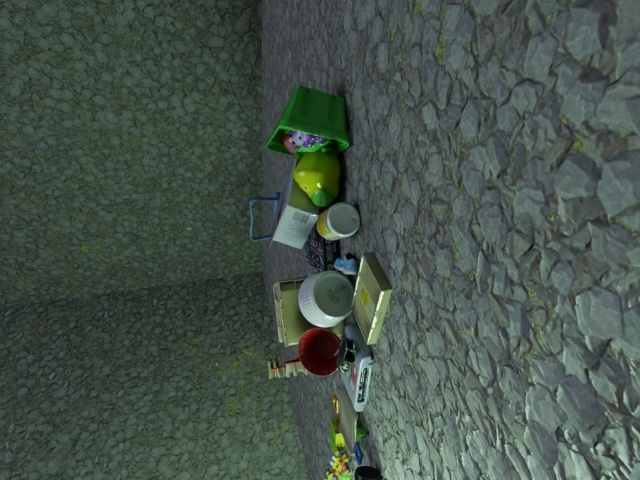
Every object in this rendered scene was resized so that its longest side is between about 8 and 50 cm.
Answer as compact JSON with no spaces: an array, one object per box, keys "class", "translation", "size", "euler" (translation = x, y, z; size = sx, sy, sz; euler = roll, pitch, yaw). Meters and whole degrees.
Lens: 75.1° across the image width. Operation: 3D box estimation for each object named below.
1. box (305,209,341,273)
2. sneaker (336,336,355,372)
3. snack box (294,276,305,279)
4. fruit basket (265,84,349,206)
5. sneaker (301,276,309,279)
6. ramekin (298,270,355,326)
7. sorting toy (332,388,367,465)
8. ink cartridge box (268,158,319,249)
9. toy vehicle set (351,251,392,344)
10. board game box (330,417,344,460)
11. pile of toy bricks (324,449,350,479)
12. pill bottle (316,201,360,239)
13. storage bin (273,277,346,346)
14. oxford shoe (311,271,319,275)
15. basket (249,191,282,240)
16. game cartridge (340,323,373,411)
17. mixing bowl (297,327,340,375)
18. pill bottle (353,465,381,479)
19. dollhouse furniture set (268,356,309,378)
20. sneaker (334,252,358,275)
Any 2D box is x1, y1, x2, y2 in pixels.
[{"class":"box","translation":[0.000,0.000,1.771],"size":[0.307,0.076,0.242],"euler":[-152,57,-72]},{"class":"sneaker","translation":[0.092,0.410,1.460],"size":[0.089,0.051,0.170],"euler":[-123,33,-69]},{"class":"snack box","translation":[-0.091,0.315,2.270],"size":[0.174,0.070,0.207],"euler":[-158,64,-74]},{"class":"fruit basket","translation":[-0.047,-0.315,1.505],"size":[0.392,0.283,0.392],"euler":[-169,90,-75]},{"class":"sneaker","translation":[-0.096,0.336,2.119],"size":[0.147,0.105,0.295],"euler":[122,156,-58]},{"class":"ramekin","translation":[0.031,0.207,1.518],"size":[0.109,0.207,0.207],"euler":[139,123,-61]},{"class":"sorting toy","translation":[0.124,0.738,1.705],"size":[0.347,0.047,0.196],"euler":[-133,43,-66]},{"class":"ink cartridge box","translation":[-0.099,-0.133,1.698],"size":[0.309,0.130,0.272],"euler":[-84,17,-44]},{"class":"toy vehicle set","translation":[0.158,0.189,1.338],"size":[0.166,0.035,0.267],"euler":[-112,21,-45]},{"class":"board game box","translation":[0.078,0.944,1.970],"size":[0.092,0.043,0.181],"euler":[-127,33,-61]},{"class":"pile of toy bricks","translation":[0.095,1.070,1.895],"size":[0.105,0.118,0.212],"euler":[32,115,36]},{"class":"pill bottle","translation":[0.053,-0.061,1.465],"size":[0.208,0.118,0.117],"euler":[159,104,-75]},{"class":"storage bin","translation":[-0.046,0.277,1.706],"size":[0.123,0.262,0.260],"euler":[176,87,-74]},{"class":"oxford shoe","translation":[-0.018,0.253,1.948],"size":[0.227,0.083,0.096],"euler":[98,155,-48]},{"class":"basket","translation":[-0.215,-0.113,2.111],"size":[0.201,0.289,0.254],"euler":[-119,29,-43]},{"class":"game cartridge","translation":[0.128,0.467,1.555],"size":[0.196,0.060,0.294],"euler":[-112,21,-56]},{"class":"mixing bowl","translation":[0.015,0.415,1.593],"size":[0.098,0.181,0.181],"euler":[-2,-96,-67]},{"class":"pill bottle","translation":[0.157,0.933,1.478],"size":[0.123,0.123,0.219],"euler":[-179,96,-75]},{"class":"dollhouse furniture set","translation":[-0.116,0.635,2.206],"size":[0.259,0.262,0.135],"euler":[27,-127,-70]},{"class":"sneaker","translation":[0.100,0.079,1.499],"size":[0.162,0.063,0.073],"euler":[-160,82,-69]}]
